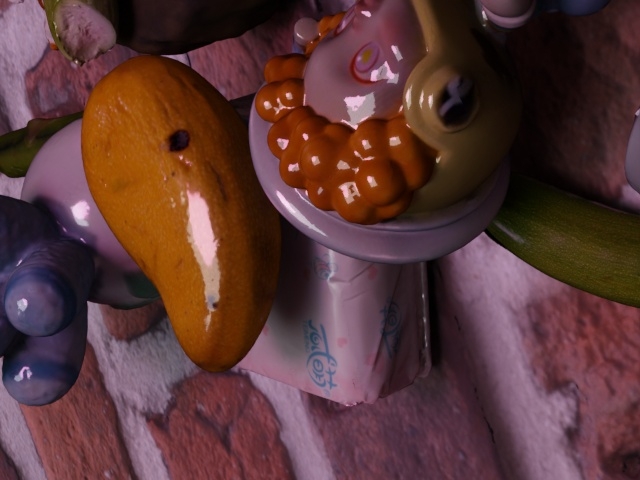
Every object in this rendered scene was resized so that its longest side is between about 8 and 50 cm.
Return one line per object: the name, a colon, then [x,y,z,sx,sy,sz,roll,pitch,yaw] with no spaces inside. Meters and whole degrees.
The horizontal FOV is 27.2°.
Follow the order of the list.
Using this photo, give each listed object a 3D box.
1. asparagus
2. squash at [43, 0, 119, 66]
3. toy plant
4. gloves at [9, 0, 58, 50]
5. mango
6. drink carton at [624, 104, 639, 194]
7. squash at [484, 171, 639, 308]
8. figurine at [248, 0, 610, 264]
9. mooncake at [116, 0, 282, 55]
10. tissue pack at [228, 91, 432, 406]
asparagus: [-0.315,-0.120,1.609,0.277,0.060,0.067,-5,97,49]
squash: [-0.221,-0.274,1.176,0.069,0.069,0.239,9,110,47]
toy plant: [-0.305,0.036,1.413,0.247,0.332,0.247,25,137,26]
gloves: [-0.278,-0.306,1.457,0.140,0.131,0.218,55,165,-3]
mango: [-0.114,-0.032,1.180,0.177,0.120,0.295,-44,69,43]
drink carton: [0.309,-0.034,0.841,0.189,0.191,0.186,46,136,41]
squash: [0.220,0.003,1.026,0.318,0.071,0.080,27,120,47]
figurine: [0.123,-0.136,0.971,0.381,0.205,0.225,-36,41,32]
mooncake: [-0.133,-0.323,1.238,0.290,0.161,0.291,20,118,42]
tissue pack: [-0.002,0.000,1.246,0.201,0.124,0.271,14,116,49]
